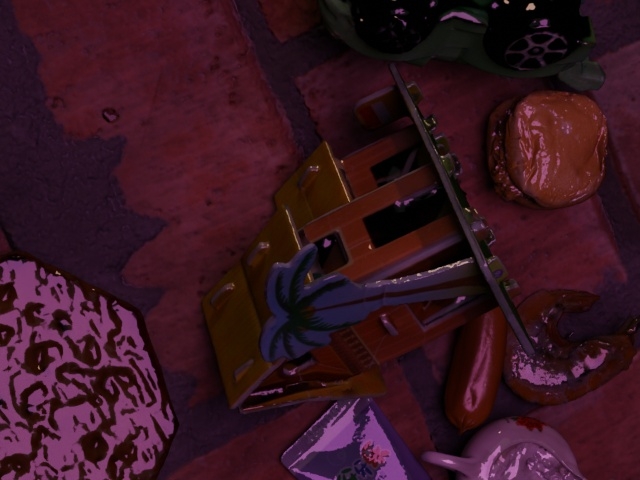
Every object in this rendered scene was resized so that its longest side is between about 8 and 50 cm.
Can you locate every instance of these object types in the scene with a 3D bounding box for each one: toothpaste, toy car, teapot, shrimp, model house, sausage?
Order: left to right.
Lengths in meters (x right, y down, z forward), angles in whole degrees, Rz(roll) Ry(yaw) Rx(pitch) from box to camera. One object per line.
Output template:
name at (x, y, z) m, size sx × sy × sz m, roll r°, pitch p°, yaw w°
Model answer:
model house at (0.000, 0.000, 1.747) m, size 0.324 × 0.340 × 0.300 m, roll -27°, pitch 54°, yaw 7°
toothpaste at (0.116, 0.337, 1.897) m, size 0.125 × 0.080 × 0.371 m, roll -42°, pitch 95°, yaw -13°
toy car at (0.163, -0.277, 1.872) m, size 0.359 × 0.176 × 0.213 m, roll 0°, pitch 63°, yaw -13°
sausage at (0.182, 0.134, 1.928) m, size 0.062 × 0.054 × 0.183 m, roll 23°, pitch 77°, yaw -38°
teapot at (0.213, 0.270, 1.915) m, size 0.226 × 0.092 × 0.145 m, roll 14°, pitch 81°, yaw -18°
shrimp at (0.294, 0.118, 1.971) m, size 0.187 × 0.052 × 0.132 m, roll -19°, pitch 95°, yaw -17°

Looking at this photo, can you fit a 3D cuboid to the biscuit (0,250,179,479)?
biscuit at (-0.322, 0.188, 1.743) m, size 0.359 × 0.046 × 0.359 m, roll 0°, pitch 89°, yaw -20°

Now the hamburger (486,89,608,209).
hamburger at (0.262, -0.103, 1.953) m, size 0.147 × 0.083 × 0.138 m, roll -1°, pitch 84°, yaw -22°
